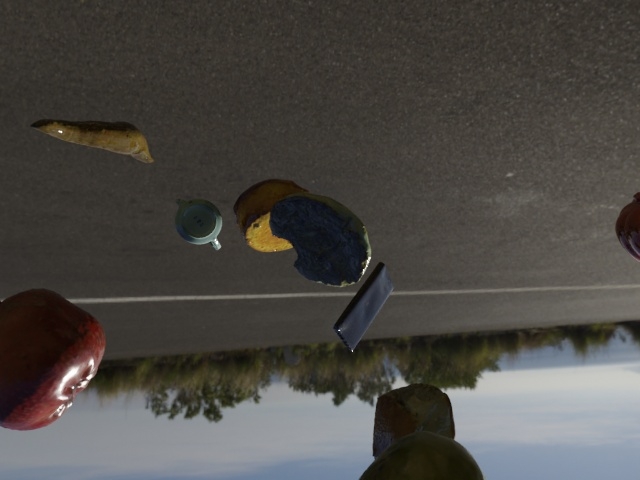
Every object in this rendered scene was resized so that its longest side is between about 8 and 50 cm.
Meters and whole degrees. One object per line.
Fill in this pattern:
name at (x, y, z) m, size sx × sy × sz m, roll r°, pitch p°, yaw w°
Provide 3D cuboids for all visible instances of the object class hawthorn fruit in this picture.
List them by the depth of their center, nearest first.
hawthorn fruit at (-0.607, 0.233, 0.996) m, size 0.275 × 0.300 × 0.275 m, roll -31°, pitch -170°, yaw 6°

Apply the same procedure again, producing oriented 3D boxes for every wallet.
wallet at (0.165, 0.243, 1.781) m, size 0.044 × 0.321 × 0.170 m, roll 19°, pitch 149°, yaw 40°

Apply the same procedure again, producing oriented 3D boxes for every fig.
fig at (0.159, 0.400, 0.766) m, size 0.233 × 0.314 × 0.233 m, roll 3°, pitch 121°, yaw 6°

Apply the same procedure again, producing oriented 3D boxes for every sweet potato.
sweet potato at (-0.357, -0.176, 0.801) m, size 0.069 × 0.060 × 0.249 m, roll -13°, pitch 177°, yaw 19°

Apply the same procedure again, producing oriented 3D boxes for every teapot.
teapot at (-0.433, -0.061, 1.690) m, size 0.159 × 0.232 × 0.159 m, roll -37°, pitch -171°, yaw 7°

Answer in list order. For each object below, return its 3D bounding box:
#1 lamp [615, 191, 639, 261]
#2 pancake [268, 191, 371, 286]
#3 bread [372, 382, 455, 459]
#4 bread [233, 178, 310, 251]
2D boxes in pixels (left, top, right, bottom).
lamp at (0.741, -0.042, 1.028) m, size 0.187 × 0.164 × 0.187 m, roll -43°, pitch 178°, yaw -2°
pancake at (0.000, 0.000, 1.037) m, size 0.253 × 0.254 × 0.037 m, roll -19°, pitch -160°, yaw 43°
bread at (0.313, 0.621, 1.577) m, size 0.224 × 0.279 × 0.250 m, roll 7°, pitch 166°, yaw -24°
bread at (-0.171, -0.086, 1.754) m, size 0.312 × 0.172 × 0.312 m, roll -10°, pitch 144°, yaw -7°
